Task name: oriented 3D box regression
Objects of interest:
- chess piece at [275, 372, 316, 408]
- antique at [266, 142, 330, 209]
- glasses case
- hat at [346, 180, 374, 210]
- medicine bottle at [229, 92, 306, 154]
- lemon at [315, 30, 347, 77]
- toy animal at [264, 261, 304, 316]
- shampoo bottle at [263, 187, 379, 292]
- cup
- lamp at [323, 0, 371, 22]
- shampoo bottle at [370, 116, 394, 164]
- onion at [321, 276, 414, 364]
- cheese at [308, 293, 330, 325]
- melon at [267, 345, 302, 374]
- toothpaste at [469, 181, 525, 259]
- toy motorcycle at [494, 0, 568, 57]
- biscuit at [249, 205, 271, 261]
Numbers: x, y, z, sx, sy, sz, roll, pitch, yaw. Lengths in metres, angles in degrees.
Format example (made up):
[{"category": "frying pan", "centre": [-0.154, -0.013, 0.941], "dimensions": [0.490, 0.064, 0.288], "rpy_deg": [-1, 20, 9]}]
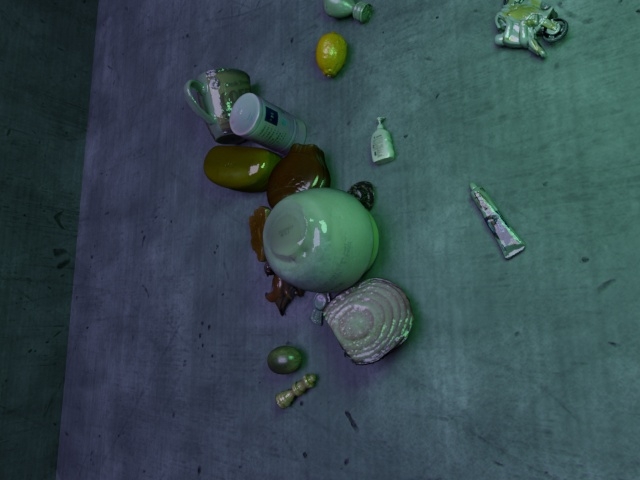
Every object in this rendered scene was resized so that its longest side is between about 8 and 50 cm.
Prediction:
[{"category": "chess piece", "centre": [-0.077, 0.501, 1.492], "dimensions": [0.172, 0.060, 0.060], "rpy_deg": [-42, 60, 22]}, {"category": "antique", "centre": [-0.072, -0.196, 1.541], "dimensions": [0.223, 0.129, 0.278], "rpy_deg": [5, 75, 33]}, {"category": "glasses case", "centre": [-0.327, -0.286, 1.762], "dimensions": [0.371, 0.141, 0.173], "rpy_deg": [12, 90, 39]}, {"category": "hat", "centre": [0.123, -0.146, 1.450], "dimensions": [0.121, 0.050, 0.121], "rpy_deg": [-9, 77, 39]}, {"category": "medicine bottle", "centre": [-0.184, -0.412, 1.601], "dimensions": [0.152, 0.254, 0.152], "rpy_deg": [-7, 79, 36]}, {"category": "lemon", "centre": [0.038, -0.657, 1.565], "dimensions": [0.114, 0.114, 0.155], "rpy_deg": [20, 106, 38]}, {"category": "toy animal", "centre": [-0.149, 0.171, 1.584], "dimensions": [0.179, 0.089, 0.188], "rpy_deg": [25, 110, 35]}, {"category": "shampoo bottle", "centre": [0.000, 0.000, 1.342], "dimensions": [0.322, 0.317, 0.323], "rpy_deg": [1, 92, 39]}, {"category": "cup", "centre": [-0.403, -0.533, 1.773], "dimensions": [0.227, 0.301, 0.257], "rpy_deg": [-16, 81, 39]}, {"category": "lamp", "centre": [0.091, -0.828, 1.566], "dimensions": [0.193, 0.106, 0.106], "rpy_deg": [38, 105, 26]}, {"category": "shampoo bottle", "centre": [0.194, -0.326, 1.428], "dimensions": [0.077, 0.045, 0.152], "rpy_deg": [-15, 75, 37]}, {"category": "onion", "centre": [0.161, 0.243, 1.328], "dimensions": [0.247, 0.111, 0.250], "rpy_deg": [-35, 49, 2]}, {"category": "cheese", "centre": [-0.002, 0.222, 1.497], "dimensions": [0.067, 0.026, 0.121], "rpy_deg": [24, 98, 38]}, {"category": "melon", "centre": [-0.122, 0.408, 1.513], "dimensions": [0.130, 0.098, 0.098], "rpy_deg": [-19, 71, 31]}, {"category": "toothpaste", "centre": [0.461, -0.062, 1.185], "dimensions": [0.060, 0.038, 0.233], "rpy_deg": [-38, 64, 29]}, {"category": "toy motorcycle", "centre": [0.543, -0.576, 1.188], "dimensions": [0.151, 0.074, 0.229], "rpy_deg": [-43, 61, 27]}, {"category": "biscuit", "centre": [-0.215, -0.042, 1.646], "dimensions": [0.239, 0.041, 0.212], "rpy_deg": [121, 140, -49]}]
